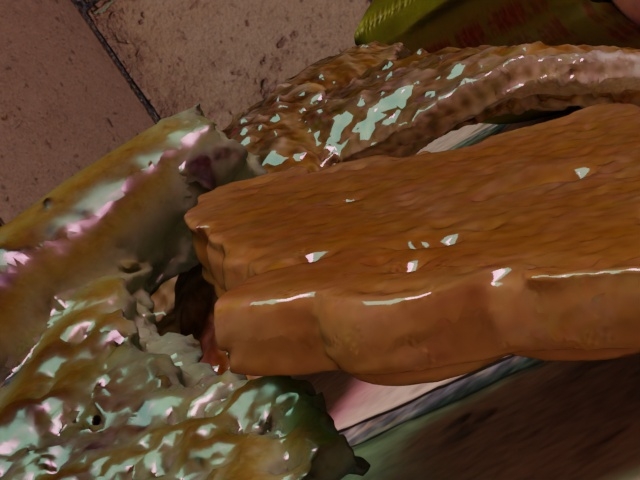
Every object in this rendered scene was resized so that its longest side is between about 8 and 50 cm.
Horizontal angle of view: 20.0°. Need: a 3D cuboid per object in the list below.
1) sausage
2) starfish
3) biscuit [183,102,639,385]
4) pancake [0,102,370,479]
[{"bbox_3d":[0.103,-0.115,0.891,0.125,0.117,0.317,-21,-1,-23],"label":"sausage"},{"bbox_3d":[-0.005,-0.009,0.699,0.327,0.094,0.375,-25,21,35],"label":"starfish"},{"bbox_3d":[0.054,0.000,0.436,0.162,0.035,0.250,-28,18,-33],"label":"biscuit"},{"bbox_3d":[-0.084,0.067,0.482,0.197,0.054,0.376,-14,29,16],"label":"pancake"}]
